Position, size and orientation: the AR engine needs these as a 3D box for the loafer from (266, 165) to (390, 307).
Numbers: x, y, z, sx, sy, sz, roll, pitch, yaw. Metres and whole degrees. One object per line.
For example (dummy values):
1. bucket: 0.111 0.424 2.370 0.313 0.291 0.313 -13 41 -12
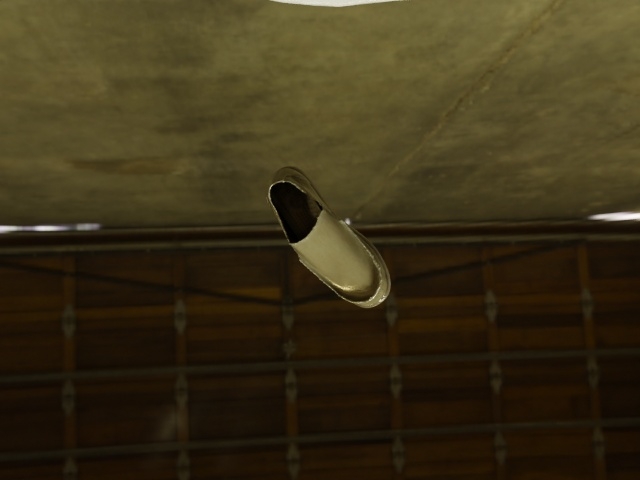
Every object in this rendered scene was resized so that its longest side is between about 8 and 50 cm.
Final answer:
1. loafer: 0.000 0.000 0.705 0.056 0.148 0.050 -45 172 19

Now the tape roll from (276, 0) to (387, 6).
1. tape roll: 0.034 -0.204 0.220 0.286 0.100 0.286 -20 153 -10
